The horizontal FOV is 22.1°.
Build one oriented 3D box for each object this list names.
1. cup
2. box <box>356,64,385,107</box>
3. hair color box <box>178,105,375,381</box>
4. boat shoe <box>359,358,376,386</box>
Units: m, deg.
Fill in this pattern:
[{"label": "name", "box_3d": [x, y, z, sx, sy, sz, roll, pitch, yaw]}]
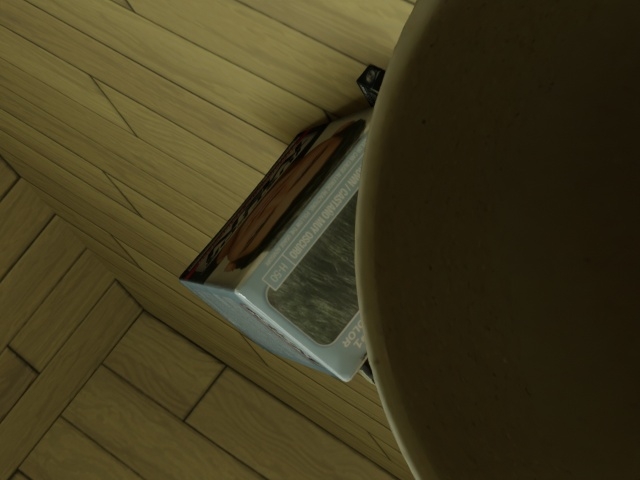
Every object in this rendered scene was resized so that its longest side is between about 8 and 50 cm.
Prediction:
[{"label": "cup", "box_3d": [0.213, 0.002, 0.638, 0.331, 0.331, 0.237, 29, -170, 35]}, {"label": "box", "box_3d": [0.070, -0.096, 1.276, 0.067, 0.018, 0.083, 29, 165, 35]}, {"label": "hair color box", "box_3d": [0.000, 0.000, 1.362, 0.113, 0.185, 0.374, 40, 173, -9]}, {"label": "boat shoe", "box_3d": [0.103, 0.140, 1.866, 0.092, 0.103, 0.285, 40, 175, -34]}]
